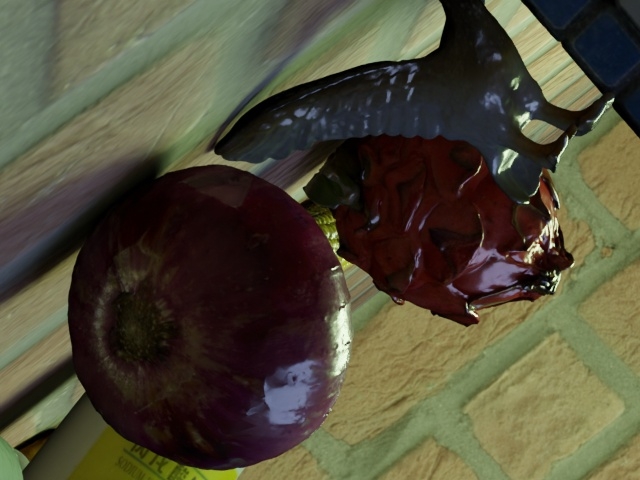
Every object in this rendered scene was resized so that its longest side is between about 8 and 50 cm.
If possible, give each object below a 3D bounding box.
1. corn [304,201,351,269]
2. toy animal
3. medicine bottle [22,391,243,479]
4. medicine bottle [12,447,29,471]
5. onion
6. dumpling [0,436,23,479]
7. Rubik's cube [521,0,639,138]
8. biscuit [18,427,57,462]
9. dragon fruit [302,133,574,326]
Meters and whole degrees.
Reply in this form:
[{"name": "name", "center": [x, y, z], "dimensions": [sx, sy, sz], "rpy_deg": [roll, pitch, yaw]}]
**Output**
[{"name": "corn", "center": [0.000, 0.000, 1.691], "dimensions": [0.072, 0.072, 0.203], "rpy_deg": [-43, 172, 35]}, {"name": "toy animal", "center": [0.100, -0.115, 1.153], "dimensions": [0.272, 0.160, 0.197], "rpy_deg": [-44, 175, -25]}, {"name": "medicine bottle", "center": [-0.136, 0.167, 1.555], "dimensions": [0.258, 0.143, 0.143], "rpy_deg": [-53, 179, -19]}, {"name": "medicine bottle", "center": [-0.277, 0.205, 1.570], "dimensions": [0.057, 0.057, 0.089], "rpy_deg": [-42, 174, 26]}, {"name": "onion", "center": [-0.061, 0.045, 1.123], "dimensions": [0.153, 0.177, 0.177], "rpy_deg": [0, 152, -31]}, {"name": "dumpling", "center": [-0.258, 0.175, 1.217], "dimensions": [0.149, 0.105, 0.216], "rpy_deg": [-39, 175, -6]}, {"name": "Rubik's cube", "center": [0.368, -0.199, 1.373], "dimensions": [0.292, 0.293, 0.287], "rpy_deg": [-31, 170, -46]}, {"name": "biscuit", "center": [-0.295, 0.252, 1.793], "dimensions": [0.220, 0.066, 0.220], "rpy_deg": [-41, 177, -2]}, {"name": "dragon fruit", "center": [0.094, -0.025, 1.510], "dimensions": [0.172, 0.209, 0.172], "rpy_deg": [-57, -171, 14]}]
